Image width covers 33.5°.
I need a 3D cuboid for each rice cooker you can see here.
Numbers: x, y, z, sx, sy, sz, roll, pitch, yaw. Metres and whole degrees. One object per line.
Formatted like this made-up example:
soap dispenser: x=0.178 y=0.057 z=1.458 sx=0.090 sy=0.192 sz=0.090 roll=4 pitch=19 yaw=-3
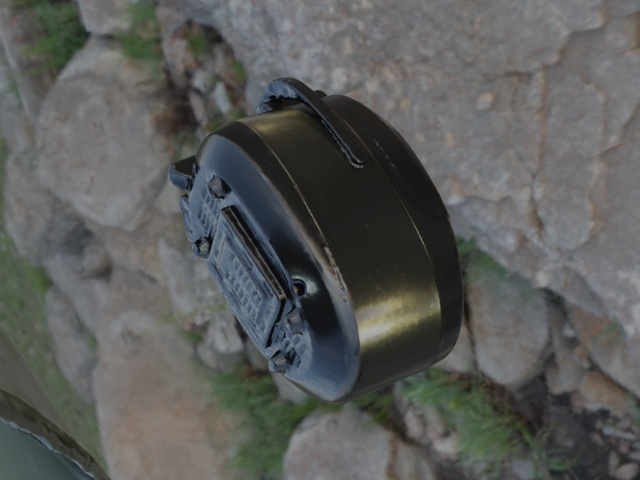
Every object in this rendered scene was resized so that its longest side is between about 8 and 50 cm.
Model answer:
rice cooker: x=0.000 y=0.000 z=0.530 sx=0.165 sy=0.106 sz=0.112 roll=51 pitch=149 yaw=22

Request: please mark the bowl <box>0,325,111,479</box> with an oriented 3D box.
bowl: x=-0.242 y=0.057 z=0.350 sx=0.337 sy=0.337 sz=0.157 roll=110 pitch=151 yaw=-48
